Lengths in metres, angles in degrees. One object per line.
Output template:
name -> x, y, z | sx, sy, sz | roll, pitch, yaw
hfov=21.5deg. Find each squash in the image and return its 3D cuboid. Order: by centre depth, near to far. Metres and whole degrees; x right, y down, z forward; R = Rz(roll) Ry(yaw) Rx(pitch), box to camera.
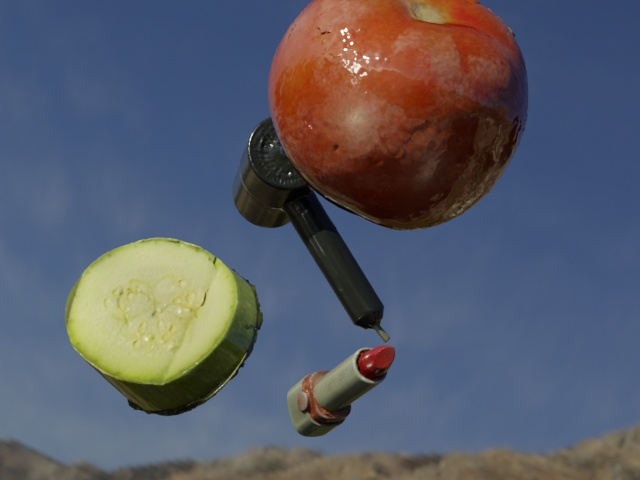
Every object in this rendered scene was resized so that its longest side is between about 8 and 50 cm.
squash -> -0.182, 0.095, 2.042 | 0.220, 0.220, 0.133 | 10, -31, 35

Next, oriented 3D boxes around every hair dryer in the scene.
hair dryer -> 0.000, 0.000, 1.505 | 0.219, 0.071, 0.124 | 57, -16, 11

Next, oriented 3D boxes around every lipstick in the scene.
lipstick -> 0.028, 0.153, 1.828 | 0.057, 0.063, 0.186 | -1, -24, -31

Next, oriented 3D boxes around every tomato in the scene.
tomato -> 0.059, -0.106, 1.331 | 0.208, 0.208, 0.184 | 23, -58, 6

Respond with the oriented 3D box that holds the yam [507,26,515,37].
yam -> 0.167, -0.191, 1.838 | 0.021, 0.116, 0.021 | 46, -9, 10
